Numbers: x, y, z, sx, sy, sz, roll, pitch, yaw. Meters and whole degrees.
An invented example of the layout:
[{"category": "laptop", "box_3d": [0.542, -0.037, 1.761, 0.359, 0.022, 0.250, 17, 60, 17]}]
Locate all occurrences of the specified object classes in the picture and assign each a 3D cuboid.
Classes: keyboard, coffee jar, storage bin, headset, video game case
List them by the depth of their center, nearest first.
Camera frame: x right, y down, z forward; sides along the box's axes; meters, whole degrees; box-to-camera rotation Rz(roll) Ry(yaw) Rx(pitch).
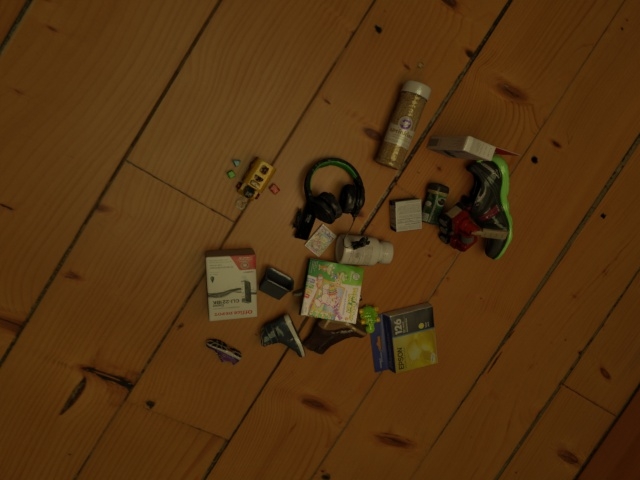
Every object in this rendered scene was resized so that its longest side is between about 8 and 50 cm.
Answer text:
[{"category": "headset", "box_3d": [0.087, -0.151, 1.806, 0.244, 0.185, 0.393, -19, 88, -18]}, {"category": "storage bin", "box_3d": [-0.194, 0.184, 1.887, 0.135, 0.098, 0.091, 31, 121, -19]}, {"category": "keyboard", "box_3d": [-0.067, -0.100, 1.888, 0.100, 0.038, 0.191, 15, 98, -41]}, {"category": "video game case", "box_3d": [0.000, 0.000, 1.932, 0.087, 0.011, 0.122, 41, 89, -19]}, {"category": "coffee jar", "box_3d": [0.509, -0.164, 1.991, 0.096, 0.079, 0.184, 9, 100, -34]}]

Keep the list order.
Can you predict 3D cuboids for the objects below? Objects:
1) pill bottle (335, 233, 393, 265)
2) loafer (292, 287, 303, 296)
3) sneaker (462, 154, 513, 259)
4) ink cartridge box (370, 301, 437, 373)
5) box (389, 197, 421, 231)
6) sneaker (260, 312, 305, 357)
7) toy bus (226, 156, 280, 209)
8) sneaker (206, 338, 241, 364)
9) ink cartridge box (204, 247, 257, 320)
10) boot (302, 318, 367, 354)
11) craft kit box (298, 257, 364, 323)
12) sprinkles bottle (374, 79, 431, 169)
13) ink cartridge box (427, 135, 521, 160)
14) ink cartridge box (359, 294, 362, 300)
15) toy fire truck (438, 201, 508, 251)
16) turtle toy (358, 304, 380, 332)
[{"category": "pill bottle", "box_3d": [0.191, 0.045, 1.929, 0.230, 0.131, 0.131, 5, 101, -16]}, {"category": "loafer", "box_3d": [-0.058, 0.229, 1.952, 0.125, 0.045, 0.039, -18, 113, -13]}, {"category": "sneaker", "box_3d": [0.754, -0.145, 2.038, 0.203, 0.185, 0.481, -9, 102, 6]}, {"category": "ink cartridge box", "box_3d": [0.397, 0.473, 2.115, 0.308, 0.072, 0.303, -12, 105, -14]}, {"category": "box", "box_3d": [0.377, -0.115, 1.974, 0.126, 0.072, 0.137, -7, 103, -14]}, {"category": "sneaker", "box_3d": [-0.170, 0.443, 1.948, 0.164, 0.086, 0.226, -25, 110, -5]}, {"category": "toy bus", "box_3d": [-0.260, -0.232, 1.761, 0.191, 0.104, 0.201, -16, 105, -11]}, {"category": "sneaker", "box_3d": [-0.419, 0.484, 1.901, 0.170, 0.068, 0.071, 37, 97, -20]}, {"category": "ink cartridge box", "box_3d": [-0.365, 0.180, 1.820, 0.197, 0.114, 0.272, -3, 104, -15]}, {"category": "boot", "box_3d": [0.067, 0.438, 2.026, 0.249, 0.090, 0.206, 27, 109, -26]}, {"category": "craft kit box", "box_3d": [0.048, 0.219, 1.921, 0.247, 0.061, 0.249, 11, 82, -13]}, {"category": "sprinkles bottle", "box_3d": [0.344, -0.477, 1.859, 0.122, 0.121, 0.354, 18, 98, -18]}, {"category": "ink cartridge box", "box_3d": [0.634, -0.372, 1.866, 0.262, 0.296, 0.066, 15, 99, -17]}, {"category": "ink cartridge box", "box_3d": [0.076, 0.255, 1.990, 0.207, 0.046, 0.097, -19, 105, -10]}, {"category": "toy fire truck", "box_3d": [0.665, -0.032, 1.950, 0.159, 0.246, 0.217, -38, 146, -10]}, {"category": "turtle toy", "box_3d": [0.221, 0.359, 2.034, 0.095, 0.066, 0.130, -6, 78, -10]}]
